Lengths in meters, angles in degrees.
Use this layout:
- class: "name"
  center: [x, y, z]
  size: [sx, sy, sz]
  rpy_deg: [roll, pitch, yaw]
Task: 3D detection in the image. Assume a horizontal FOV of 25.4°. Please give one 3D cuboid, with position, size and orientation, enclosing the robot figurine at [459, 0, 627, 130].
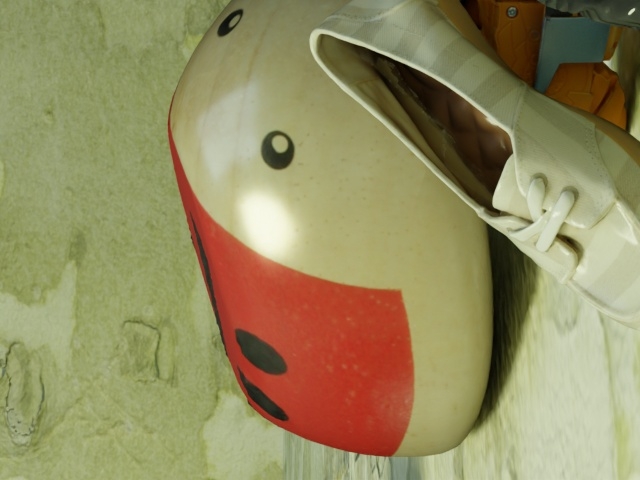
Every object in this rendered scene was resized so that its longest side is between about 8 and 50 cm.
- class: "robot figurine"
  center: [0.107, -0.196, 0.669]
  size: [0.211, 0.085, 0.291]
  rpy_deg: [-103, 15, -67]

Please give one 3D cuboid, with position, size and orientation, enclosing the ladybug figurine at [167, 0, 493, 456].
- class: "ladybug figurine"
  center: [0.000, 0.000, 0.959]
  size: [0.449, 0.162, 0.305]
  rpy_deg: [83, 167, -55]

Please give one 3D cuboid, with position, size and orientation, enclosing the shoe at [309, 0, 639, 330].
- class: "shoe"
  center: [0.075, -0.035, 0.604]
  size: [0.219, 0.058, 0.076]
  rpy_deg: [49, 144, 31]

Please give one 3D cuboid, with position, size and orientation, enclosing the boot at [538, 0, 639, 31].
- class: "boot"
  center: [0.124, -0.169, 0.386]
  size: [0.338, 0.118, 0.222]
  rpy_deg: [-122, 41, -71]
